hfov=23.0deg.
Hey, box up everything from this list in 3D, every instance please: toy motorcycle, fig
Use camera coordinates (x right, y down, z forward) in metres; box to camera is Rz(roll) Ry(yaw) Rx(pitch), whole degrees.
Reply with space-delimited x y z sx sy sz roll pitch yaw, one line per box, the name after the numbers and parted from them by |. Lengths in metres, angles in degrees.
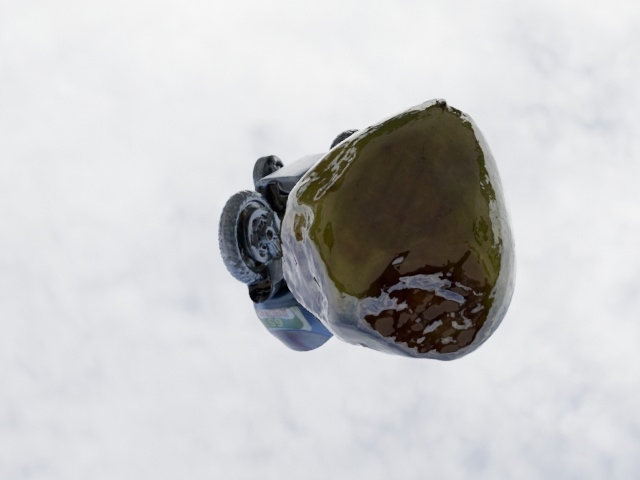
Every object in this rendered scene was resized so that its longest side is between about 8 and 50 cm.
0.000 0.000 1.196 0.092 0.135 0.254 -5 -164 30 | toy motorcycle
0.052 -0.008 0.999 0.154 0.144 0.165 -1 -120 45 | fig
